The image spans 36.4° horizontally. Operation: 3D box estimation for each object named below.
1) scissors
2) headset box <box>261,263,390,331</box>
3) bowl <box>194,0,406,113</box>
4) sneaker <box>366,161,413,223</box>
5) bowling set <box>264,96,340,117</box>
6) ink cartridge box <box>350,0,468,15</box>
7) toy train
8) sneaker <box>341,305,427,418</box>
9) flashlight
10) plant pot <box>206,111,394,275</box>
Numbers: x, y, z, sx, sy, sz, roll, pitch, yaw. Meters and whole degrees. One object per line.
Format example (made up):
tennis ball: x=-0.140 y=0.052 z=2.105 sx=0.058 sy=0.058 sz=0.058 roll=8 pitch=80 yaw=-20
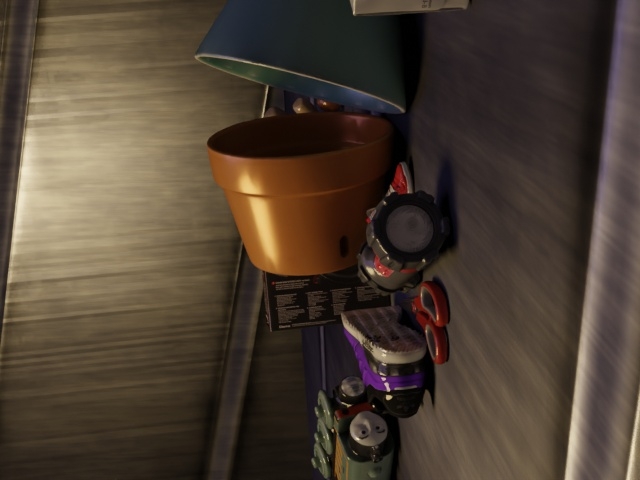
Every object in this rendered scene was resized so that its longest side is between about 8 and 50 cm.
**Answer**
scissors: x=0.144 y=0.087 z=1.406 sx=0.297 sy=0.021 sz=0.109 roll=-114 pitch=17 yaw=-75
headset box: x=0.000 y=0.000 z=1.727 sx=0.110 sy=0.218 sz=0.293 roll=-150 pitch=54 yaw=-81
bowl: x=-0.008 y=-0.296 z=1.385 sx=0.311 sy=0.311 sz=0.163 roll=-139 pitch=64 yaw=-82
sneaker: x=0.100 y=-0.057 z=1.429 sx=0.042 sy=0.067 sz=0.118 roll=-107 pitch=13 yaw=-62
bowling set: x=0.000 y=-0.217 z=2.102 sx=0.154 sy=0.200 sz=0.287 roll=38 pitch=-151 yaw=-32
ink cartridge box: x=0.084 y=-0.340 z=1.026 sx=0.128 sy=0.127 sz=0.176 roll=92 pitch=170 yaw=-48
toy train: x=0.073 y=0.409 z=1.879 sx=0.334 sy=0.142 sz=0.190 roll=93 pitch=158 yaw=-45
sneaker: x=0.097 y=0.195 z=1.528 sx=0.293 sy=0.102 sz=0.146 roll=-123 pitch=28 yaw=-78
flashlight: x=0.099 y=0.011 z=1.338 sx=0.304 sy=0.103 sz=0.103 roll=120 pitch=143 yaw=-79
plant pot: x=-0.021 y=-0.074 z=1.537 sx=0.291 sy=0.291 sz=0.203 roll=-111 pitch=14 yaw=-70
